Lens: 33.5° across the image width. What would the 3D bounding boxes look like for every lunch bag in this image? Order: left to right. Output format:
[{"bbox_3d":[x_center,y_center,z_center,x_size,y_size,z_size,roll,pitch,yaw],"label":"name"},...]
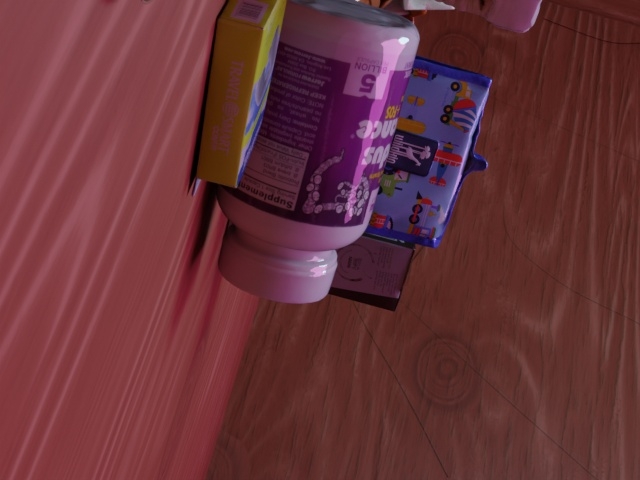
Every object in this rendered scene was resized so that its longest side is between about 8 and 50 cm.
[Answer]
[{"bbox_3d":[0.059,-0.126,1.300,0.138,0.293,0.221,-76,-179,-75],"label":"lunch bag"}]

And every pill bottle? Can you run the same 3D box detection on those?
[{"bbox_3d":[-0.014,-0.095,1.098,0.169,0.169,0.301,-75,180,-70],"label":"pill bottle"}]

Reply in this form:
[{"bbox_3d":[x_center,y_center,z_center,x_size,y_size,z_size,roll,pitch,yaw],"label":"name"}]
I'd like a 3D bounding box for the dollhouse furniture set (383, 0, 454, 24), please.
[{"bbox_3d":[0.113,-0.447,1.641,0.262,0.135,0.259,5,-79,64],"label":"dollhouse furniture set"}]

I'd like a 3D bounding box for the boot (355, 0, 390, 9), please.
[{"bbox_3d":[0.068,-0.373,1.316,0.220,0.109,0.283,-56,178,-25],"label":"boot"}]

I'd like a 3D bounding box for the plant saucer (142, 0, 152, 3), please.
[{"bbox_3d":[-0.077,-0.151,0.485,0.083,0.015,0.083,-164,-90,-89],"label":"plant saucer"}]

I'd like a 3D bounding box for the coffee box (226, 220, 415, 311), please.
[{"bbox_3d":[0.000,0.000,1.457,0.141,0.247,0.098,-74,179,-69],"label":"coffee box"}]

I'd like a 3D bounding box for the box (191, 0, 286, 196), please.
[{"bbox_3d":[-0.069,-0.131,0.913,0.109,0.042,0.178,-74,179,-51],"label":"box"}]

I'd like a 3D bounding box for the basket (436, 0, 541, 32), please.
[{"bbox_3d":[0.127,-0.426,0.974,0.328,0.266,0.331,-75,179,-48],"label":"basket"}]
